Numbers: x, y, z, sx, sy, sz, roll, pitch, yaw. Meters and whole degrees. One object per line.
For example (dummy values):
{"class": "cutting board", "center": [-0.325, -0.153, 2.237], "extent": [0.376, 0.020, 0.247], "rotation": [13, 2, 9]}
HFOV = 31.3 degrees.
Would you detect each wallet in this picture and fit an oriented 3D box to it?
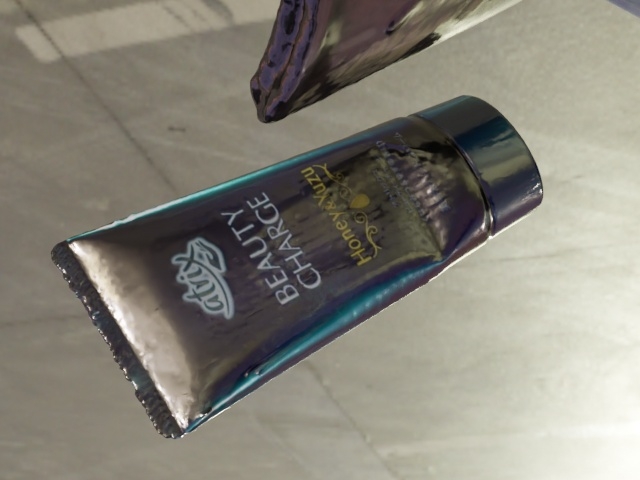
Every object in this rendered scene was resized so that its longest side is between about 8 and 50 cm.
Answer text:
{"class": "wallet", "center": [0.106, -0.165, 0.549], "extent": [0.321, 0.044, 0.170], "rotation": [-32, 163, -32]}

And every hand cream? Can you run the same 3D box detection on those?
{"class": "hand cream", "center": [0.000, 0.000, 0.628], "extent": [0.270, 0.120, 0.061], "rotation": [-26, 163, -26]}

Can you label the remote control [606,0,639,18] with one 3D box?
{"class": "remote control", "center": [0.354, -0.188, 0.877], "extent": [0.296, 0.140, 0.056], "rotation": [30, 156, 9]}
